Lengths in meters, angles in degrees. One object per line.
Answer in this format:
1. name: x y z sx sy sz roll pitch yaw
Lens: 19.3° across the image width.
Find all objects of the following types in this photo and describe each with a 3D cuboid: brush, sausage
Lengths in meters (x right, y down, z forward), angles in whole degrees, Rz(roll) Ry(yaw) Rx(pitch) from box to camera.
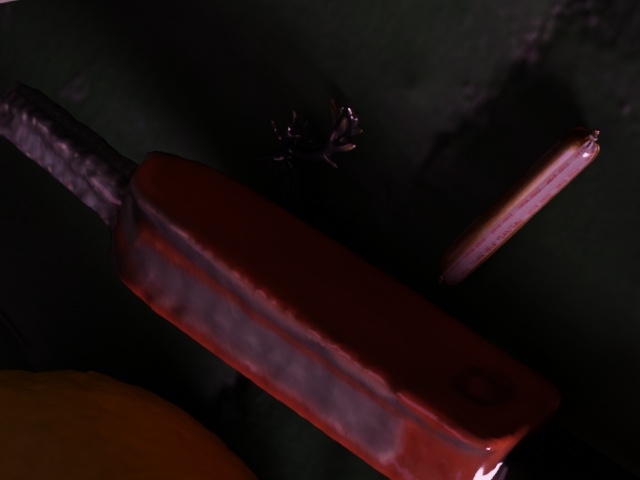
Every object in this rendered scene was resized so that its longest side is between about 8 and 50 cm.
1. brush: -0.008 0.031 0.733 0.323 0.070 0.051 35 121 21
2. sausage: 0.074 -0.012 0.718 0.015 0.015 0.100 53 129 12

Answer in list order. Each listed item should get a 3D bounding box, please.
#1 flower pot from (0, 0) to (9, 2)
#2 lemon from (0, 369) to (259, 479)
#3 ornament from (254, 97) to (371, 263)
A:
1. flower pot: -0.237 -0.182 0.753 0.367 0.254 0.164 24 119 28
2. lemon: -0.112 0.185 0.788 0.320 0.245 0.245 53 131 30
3. ornament: 0.000 0.000 0.774 0.073 0.028 0.125 32 124 27
